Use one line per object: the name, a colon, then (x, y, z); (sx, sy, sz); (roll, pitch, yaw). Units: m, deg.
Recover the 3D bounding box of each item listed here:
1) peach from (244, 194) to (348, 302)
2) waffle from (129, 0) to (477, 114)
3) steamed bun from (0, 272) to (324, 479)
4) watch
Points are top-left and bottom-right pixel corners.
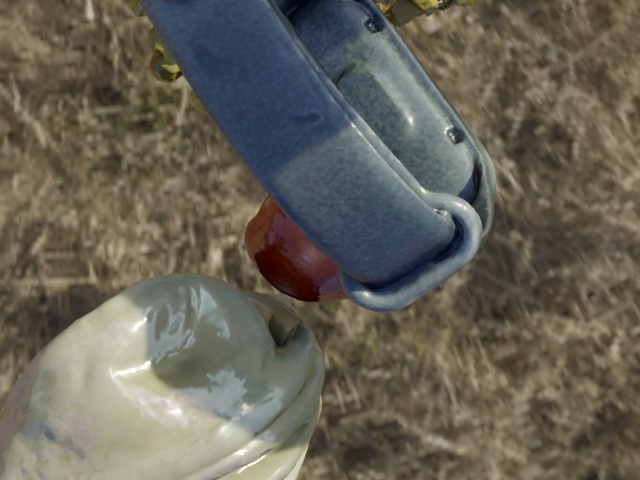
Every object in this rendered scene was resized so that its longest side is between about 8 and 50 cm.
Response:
peach: (0.001, 0.001, 1.214); (0.101, 0.100, 0.100); (-4, 120, -7)
waffle: (-0.016, -0.188, 1.161); (0.291, 0.051, 0.291); (6, 125, 9)
steamed bun: (-0.105, 0.171, 1.215); (0.280, 0.207, 0.268); (-46, 162, 18)
watch: (0.004, -0.064, 0.774); (0.068, 0.193, 0.206); (-36, 75, 18)
